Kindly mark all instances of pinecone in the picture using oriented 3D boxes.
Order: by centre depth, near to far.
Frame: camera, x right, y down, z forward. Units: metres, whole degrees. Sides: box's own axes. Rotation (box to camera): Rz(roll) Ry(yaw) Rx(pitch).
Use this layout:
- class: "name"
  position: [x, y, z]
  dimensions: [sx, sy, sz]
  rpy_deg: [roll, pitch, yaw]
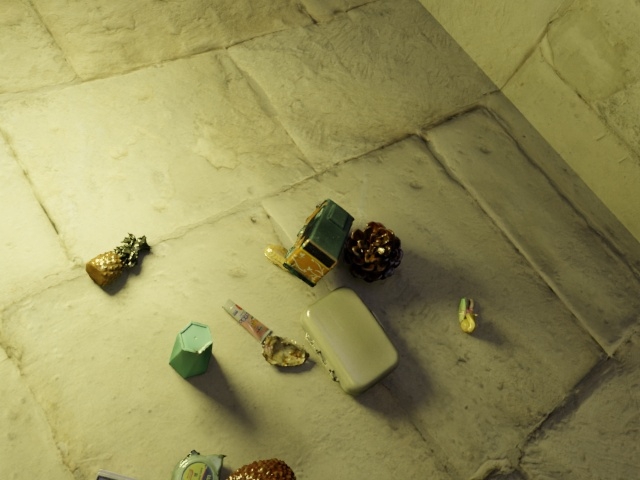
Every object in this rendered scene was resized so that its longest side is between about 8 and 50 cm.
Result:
- class: "pinecone"
  position: [0.200, 0.040, 2.071]
  dimensions: [0.244, 0.309, 0.244]
  rpy_deg: [-4, 66, 9]

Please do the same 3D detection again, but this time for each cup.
- class: "cup"
  position: [-0.420, 0.354, 1.704]
  dimensions: [0.134, 0.235, 0.148]
  rpy_deg: [14, 61, -9]

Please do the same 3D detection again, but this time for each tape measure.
- class: "tape measure"
  position: [-0.384, 0.802, 1.554]
  dimensions: [0.164, 0.084, 0.330]
  rpy_deg: [15, 58, -8]

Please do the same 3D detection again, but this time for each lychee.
- class: "lychee"
  position: [-0.171, 0.773, 1.560]
  dimensions: [0.271, 0.271, 0.271]
  rpy_deg: [8, 60, -14]

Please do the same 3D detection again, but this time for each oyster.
- class: "oyster"
  position: [-0.123, 0.400, 1.881]
  dimensions: [0.177, 0.056, 0.105]
  rpy_deg: [5, 67, -15]

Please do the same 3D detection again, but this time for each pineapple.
- class: "pineapple"
  position: [-0.708, 0.056, 1.856]
  dimensions: [0.237, 0.111, 0.119]
  rpy_deg: [-42, 113, -40]

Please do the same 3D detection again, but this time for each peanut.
- class: "peanut"
  position: [-0.140, 0.073, 2.049]
  dimensions: [0.174, 0.080, 0.080]
  rpy_deg: [33, 57, -3]

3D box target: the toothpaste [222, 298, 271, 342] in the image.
- class: "toothpaste"
  position: [-0.273, 0.289, 1.905]
  dimensions: [0.194, 0.043, 0.067]
  rpy_deg: [39, 54, -1]

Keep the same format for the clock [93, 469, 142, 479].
- class: "clock"
  position: [-0.610, 0.775, 1.502]
  dimensions: [0.145, 0.073, 0.193]
  rpy_deg: [18, 58, -8]

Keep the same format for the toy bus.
- class: "toy bus"
  position: [0.000, 0.000, 2.020]
  dimensions: [0.162, 0.194, 0.323]
  rpy_deg: [37, 39, -10]

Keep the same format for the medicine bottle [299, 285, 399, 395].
- class: "medicine bottle"
  position: [0.108, 0.364, 1.936]
  dimensions: [0.282, 0.123, 0.375]
  rpy_deg: [-27, 72, -30]

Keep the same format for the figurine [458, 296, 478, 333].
- class: "figurine"
  position: [0.615, 0.308, 2.169]
  dimensions: [0.083, 0.083, 0.187]
  rpy_deg: [22, 48, -5]
